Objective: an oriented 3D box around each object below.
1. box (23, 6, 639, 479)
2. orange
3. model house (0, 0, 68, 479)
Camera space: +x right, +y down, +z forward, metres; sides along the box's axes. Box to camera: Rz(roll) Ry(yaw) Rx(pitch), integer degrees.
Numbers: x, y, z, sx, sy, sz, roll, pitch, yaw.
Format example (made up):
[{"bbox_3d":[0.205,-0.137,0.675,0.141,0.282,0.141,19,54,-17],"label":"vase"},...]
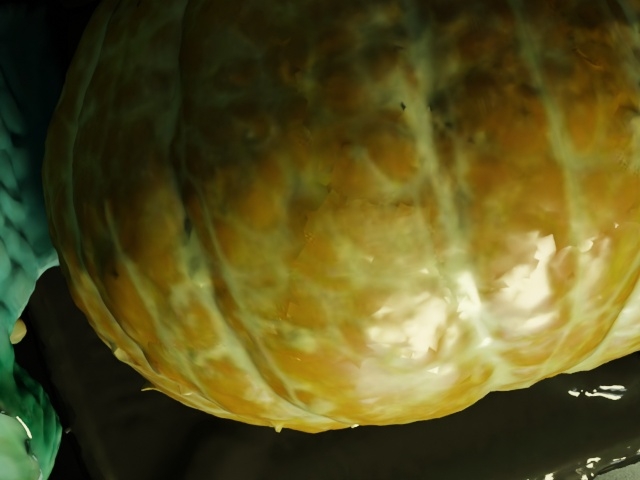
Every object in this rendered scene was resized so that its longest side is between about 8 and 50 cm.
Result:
[{"bbox_3d":[0.000,0.000,1.036,0.350,0.359,0.091,-19,163,-11],"label":"box"},{"bbox_3d":[0.035,-0.049,0.837,0.329,0.249,0.329,-13,178,0],"label":"orange"},{"bbox_3d":[-0.243,0.002,0.914,0.261,0.226,0.241,-15,-147,24],"label":"model house"}]
